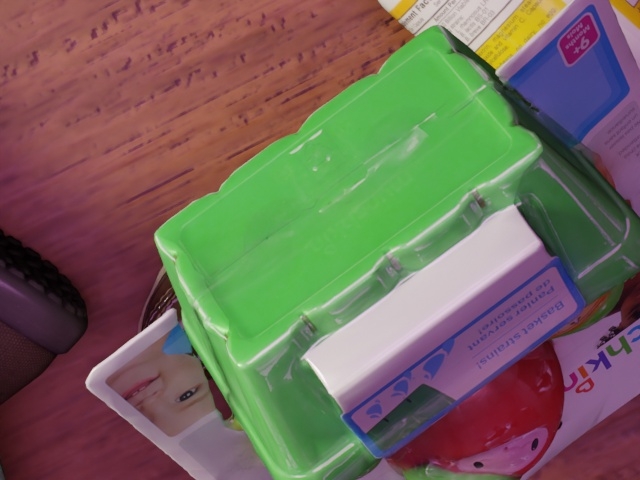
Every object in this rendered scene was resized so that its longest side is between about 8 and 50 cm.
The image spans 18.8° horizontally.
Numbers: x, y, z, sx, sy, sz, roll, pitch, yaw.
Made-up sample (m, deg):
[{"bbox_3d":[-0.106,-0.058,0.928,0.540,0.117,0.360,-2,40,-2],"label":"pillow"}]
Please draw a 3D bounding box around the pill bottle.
[{"bbox_3d":[0.106,-0.153,1.139,0.208,0.117,0.117,41,92,-5],"label":"pill bottle"}]

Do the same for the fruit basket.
[{"bbox_3d":[0.080,0.063,1.076,0.327,0.165,0.353,-36,136,0],"label":"fruit basket"}]

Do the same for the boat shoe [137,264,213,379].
[{"bbox_3d":[-0.005,-0.006,1.157,0.257,0.095,0.095,-40,95,1],"label":"boat shoe"}]

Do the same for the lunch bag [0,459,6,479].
[{"bbox_3d":[-0.306,0.145,1.095,0.243,0.115,0.303,-4,120,7],"label":"lunch bag"}]

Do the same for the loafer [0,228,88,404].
[{"bbox_3d":[-0.317,-0.005,1.124,0.366,0.134,0.130,33,94,-5],"label":"loafer"}]
